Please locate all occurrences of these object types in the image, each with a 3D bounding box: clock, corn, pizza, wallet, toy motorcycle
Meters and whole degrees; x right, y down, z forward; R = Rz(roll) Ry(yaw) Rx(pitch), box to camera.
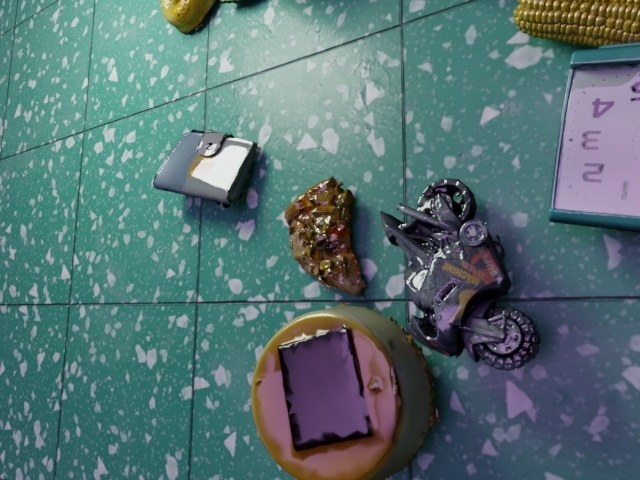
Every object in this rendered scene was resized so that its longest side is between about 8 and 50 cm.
[{"bbox_3d":[0.441,-0.119,0.603,0.262,0.116,0.232,9,92,35],"label":"clock"},{"bbox_3d":[0.391,-0.312,0.670,0.244,0.093,0.094,26,97,30],"label":"corn"},{"bbox_3d":[0.000,0.000,0.890,0.147,0.069,0.227,-13,75,29],"label":"pizza"},{"bbox_3d":[-0.246,-0.161,1.075,0.230,0.069,0.170,15,73,30],"label":"wallet"},{"bbox_3d":[0.188,0.053,0.722,0.173,0.108,0.308,-29,58,23],"label":"toy motorcycle"}]

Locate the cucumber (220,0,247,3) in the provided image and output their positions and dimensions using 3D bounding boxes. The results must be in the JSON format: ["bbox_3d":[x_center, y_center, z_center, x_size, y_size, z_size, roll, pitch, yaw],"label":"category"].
[{"bbox_3d":[-0.170,-0.564,1.109,0.107,0.035,0.067,11,78,28],"label":"cucumber"}]

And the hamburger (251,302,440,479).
[{"bbox_3d":[0.031,0.239,0.767,0.294,0.179,0.276,-22,70,19],"label":"hamburger"}]

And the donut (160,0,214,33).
[{"bbox_3d":[-0.319,-0.593,1.188,0.181,0.078,0.146,-34,63,26],"label":"donut"}]
